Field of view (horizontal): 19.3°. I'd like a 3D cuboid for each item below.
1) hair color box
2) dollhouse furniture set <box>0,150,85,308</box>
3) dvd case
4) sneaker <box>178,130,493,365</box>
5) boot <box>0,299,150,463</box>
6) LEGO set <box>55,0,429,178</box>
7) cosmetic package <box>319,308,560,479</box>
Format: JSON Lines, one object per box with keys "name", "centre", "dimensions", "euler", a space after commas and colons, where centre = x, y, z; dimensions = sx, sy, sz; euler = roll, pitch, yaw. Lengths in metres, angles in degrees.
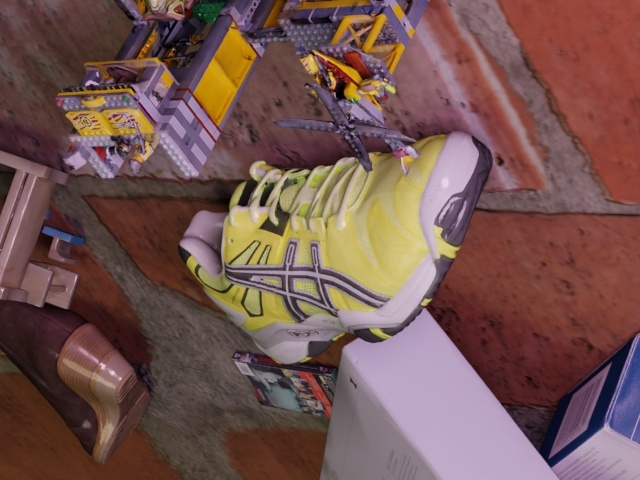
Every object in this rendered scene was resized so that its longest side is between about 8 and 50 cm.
{"name": "hair color box", "centre": [0.377, 0.228, 1.637], "dimensions": [0.347, 0.105, 0.174], "euler": [29, 151, -4]}
{"name": "dollhouse furniture set", "centre": [-0.307, -0.019, 1.796], "dimensions": [0.129, 0.129, 0.183], "euler": [19, 180, 13]}
{"name": "dvd case", "centre": [-0.024, 0.149, 1.917], "dimensions": [0.119, 0.013, 0.087], "euler": [6, 145, 30]}
{"name": "sneaker", "centre": [0.000, 0.000, 1.531], "dimensions": [0.147, 0.145, 0.384], "euler": [34, 148, -15]}
{"name": "boot", "centre": [-0.291, 0.134, 2.058], "dimensions": [0.207, 0.090, 0.248], "euler": [33, 153, 11]}
{"name": "LEGO set", "centre": [-0.090, -0.156, 1.299], "dimensions": [0.331, 0.192, 0.255], "euler": [6, 145, 31]}
{"name": "cosmetic package", "centre": [0.121, 0.260, 1.749], "dimensions": [0.284, 0.097, 0.377], "euler": [51, 160, 19]}
